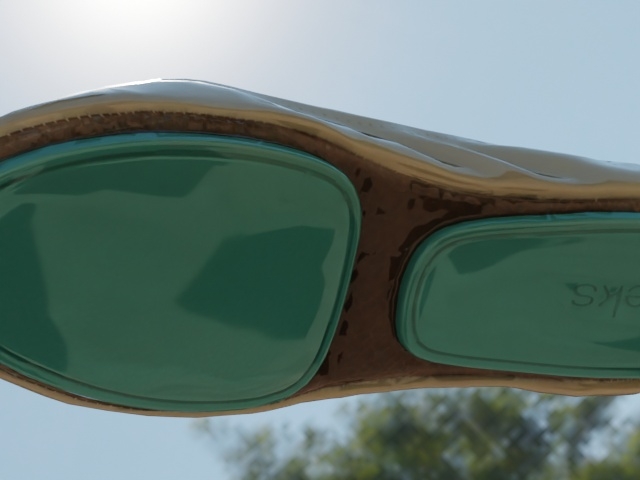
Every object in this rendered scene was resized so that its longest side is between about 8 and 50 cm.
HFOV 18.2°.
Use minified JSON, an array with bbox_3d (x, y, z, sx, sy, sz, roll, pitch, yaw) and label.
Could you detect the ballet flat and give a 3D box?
[{"bbox_3d":[0.000,0.000,0.517,0.248,0.086,0.086,8,-55,-31],"label":"ballet flat"}]
